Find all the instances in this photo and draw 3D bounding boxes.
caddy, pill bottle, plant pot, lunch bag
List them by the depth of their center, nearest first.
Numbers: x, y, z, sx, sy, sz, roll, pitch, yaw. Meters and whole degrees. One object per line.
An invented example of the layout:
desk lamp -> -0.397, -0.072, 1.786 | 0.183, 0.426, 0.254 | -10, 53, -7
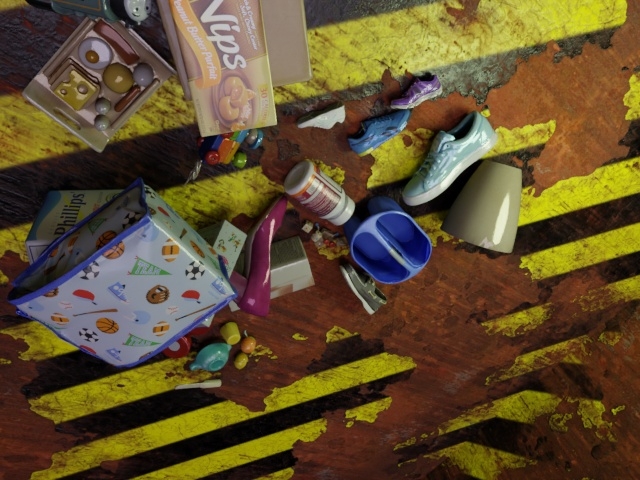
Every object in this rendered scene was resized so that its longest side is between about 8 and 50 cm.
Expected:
lunch bag -> -0.458, 0.101, 1.087 | 0.385, 0.239, 0.328 | -39, 128, 1
pill bottle -> 0.000, -0.145, 1.458 | 0.121, 0.121, 0.221 | -44, 125, 15
plant pot -> 0.582, -0.131, 1.597 | 0.256, 0.256, 0.274 | 9, 105, -23
caddy -> 0.238, 0.009, 1.608 | 0.241, 0.179, 0.341 | -40, 127, 13

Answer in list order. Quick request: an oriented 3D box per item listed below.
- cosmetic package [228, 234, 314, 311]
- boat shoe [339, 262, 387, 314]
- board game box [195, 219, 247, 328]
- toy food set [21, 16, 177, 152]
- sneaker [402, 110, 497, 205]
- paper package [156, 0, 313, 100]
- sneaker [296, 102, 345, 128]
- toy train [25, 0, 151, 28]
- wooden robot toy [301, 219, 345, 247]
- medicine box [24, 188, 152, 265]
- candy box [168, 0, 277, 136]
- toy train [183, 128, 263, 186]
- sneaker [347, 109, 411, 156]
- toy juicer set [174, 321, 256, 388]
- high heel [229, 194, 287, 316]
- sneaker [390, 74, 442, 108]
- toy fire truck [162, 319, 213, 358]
cosmetic package -> -0.185, 0.110, 1.565 | 0.295, 0.153, 0.129 | -16, 127, -4
boat shoe -> 0.165, 0.171, 1.750 | 0.091, 0.109, 0.305 | -31, 134, 6
board game box -> -0.364, 0.105, 1.363 | 0.223, 0.304, 0.097 | -13, 140, 43
toy food set -> -0.537, -0.389, 1.130 | 0.306, 0.092, 0.219 | -40, 127, 12
sneaker -> 0.389, -0.276, 1.493 | 0.366, 0.135, 0.150 | -42, 119, 3
paper package -> -0.201, -0.522, 1.094 | 0.324, 0.168, 0.310 | -13, 126, -7
sneaker -> 0.004, -0.352, 1.353 | 0.152, 0.054, 0.061 | -19, 131, -4
toy train -> -0.479, -0.550, 0.929 | 0.333, 0.142, 0.190 | 19, 126, 17
wooden robot toy -> 0.000, 0.000, 1.598 | 0.173, 0.076, 0.079 | 24, 126, -30
medicine box -> -0.607, -0.016, 1.268 | 0.289, 0.264, 0.149 | -3, 125, -16
candy box -> -0.209, -0.404, 1.014 | 0.182, 0.088, 0.317 | -12, 125, -9
toy train -> -0.279, -0.241, 1.323 | 0.143, 0.105, 0.248 | 14, 120, -41
sneaker -> 0.179, -0.345, 1.404 | 0.209, 0.069, 0.082 | -34, 124, 9
toy juicer set -> -0.394, 0.465, 1.803 | 0.329, 0.089, 0.209 | -46, 138, 6
high heel -> -0.162, 0.045, 1.448 | 0.181, 0.127, 0.377 | 35, 76, -17
sneaker -> 0.280, -0.445, 1.379 | 0.169, 0.068, 0.071 | -28, 113, -7
toy fire truck -> -0.499, 0.228, 1.559 | 0.253, 0.169, 0.302 | 39, 107, -16
